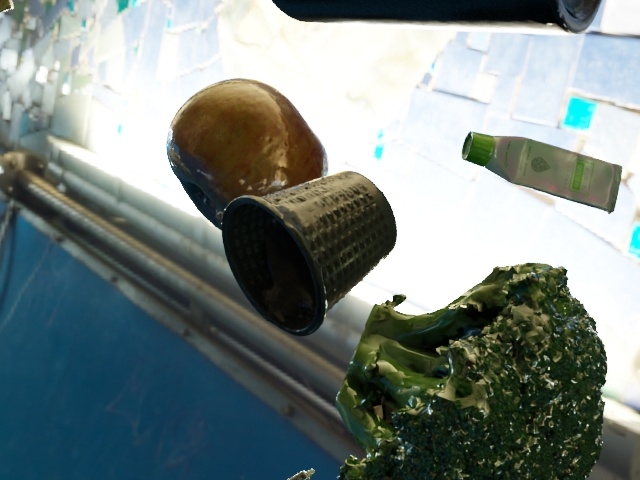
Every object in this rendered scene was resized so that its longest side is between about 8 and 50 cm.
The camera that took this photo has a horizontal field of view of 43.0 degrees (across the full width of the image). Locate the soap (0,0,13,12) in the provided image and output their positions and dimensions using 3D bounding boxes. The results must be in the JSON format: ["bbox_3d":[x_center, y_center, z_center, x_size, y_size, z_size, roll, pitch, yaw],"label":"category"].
[{"bbox_3d":[-0.419,-0.216,0.745,0.252,0.092,0.037,-21,-161,-5],"label":"soap"}]

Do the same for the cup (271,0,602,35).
[{"bbox_3d":[0.044,-0.202,0.431,0.177,0.166,0.239,7,-178,30],"label":"cup"}]

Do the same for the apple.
[{"bbox_3d":[-0.161,-0.197,1.911,0.400,0.333,0.400,39,160,17],"label":"apple"}]

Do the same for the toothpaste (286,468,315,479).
[{"bbox_3d":[-0.070,0.464,1.504,0.140,0.037,0.021,-29,169,-17],"label":"toothpaste"}]

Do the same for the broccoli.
[{"bbox_3d":[0.136,0.134,0.741,0.245,0.265,0.294,14,-150,21],"label":"broccoli"}]

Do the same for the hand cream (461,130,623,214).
[{"bbox_3d":[0.364,-0.116,1.324,0.275,0.079,0.050,15,-161,-9],"label":"hand cream"}]

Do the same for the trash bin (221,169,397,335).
[{"bbox_3d":[0.000,0.000,0.947,0.161,0.175,0.175,-29,-147,-31],"label":"trash bin"}]
